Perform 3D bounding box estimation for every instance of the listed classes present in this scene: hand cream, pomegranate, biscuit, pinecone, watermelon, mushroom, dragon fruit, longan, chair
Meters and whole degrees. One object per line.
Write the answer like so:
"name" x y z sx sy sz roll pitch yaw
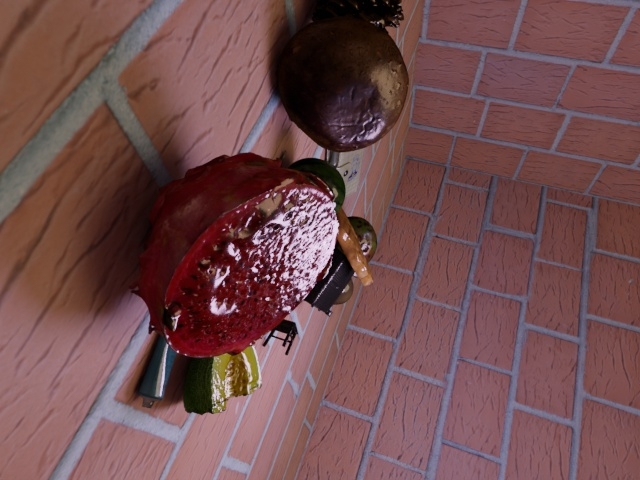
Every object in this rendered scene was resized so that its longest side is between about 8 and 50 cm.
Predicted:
"hand cream" -0.310 0.221 0.904 0.083 0.048 0.224 75 27 -64
"pomegranate" 0.138 0.000 2.051 0.306 0.242 0.243 -101 -159 -75
"biscuit" 0.093 -0.031 1.651 0.385 0.062 0.365 57 9 -47
"pinecone" 0.089 -0.608 1.203 0.243 0.257 0.244 39 35 -34
"watermelon" -0.034 -0.149 1.287 0.188 0.214 0.188 -43 -147 37
"mushroom" 0.065 -0.382 1.136 0.345 0.345 0.239 72 -7 -65
"dragon fruit" -0.161 0.011 0.797 0.370 0.249 0.387 -16 137 -42
"longan" 0.074 0.216 2.100 0.189 0.189 0.189 15 90 -76
"chair" -0.119 0.270 1.543 0.084 0.101 0.213 85 25 -54

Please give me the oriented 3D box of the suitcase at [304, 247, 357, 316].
"suitcase" 0.014 0.146 1.715 0.230 0.152 0.335 -55 163 -6

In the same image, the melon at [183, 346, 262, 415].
"melon" -0.250 0.301 1.068 0.265 0.129 0.170 19 64 -72

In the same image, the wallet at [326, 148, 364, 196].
"wallet" 0.099 -0.299 1.756 0.223 0.077 0.310 -39 148 -39
